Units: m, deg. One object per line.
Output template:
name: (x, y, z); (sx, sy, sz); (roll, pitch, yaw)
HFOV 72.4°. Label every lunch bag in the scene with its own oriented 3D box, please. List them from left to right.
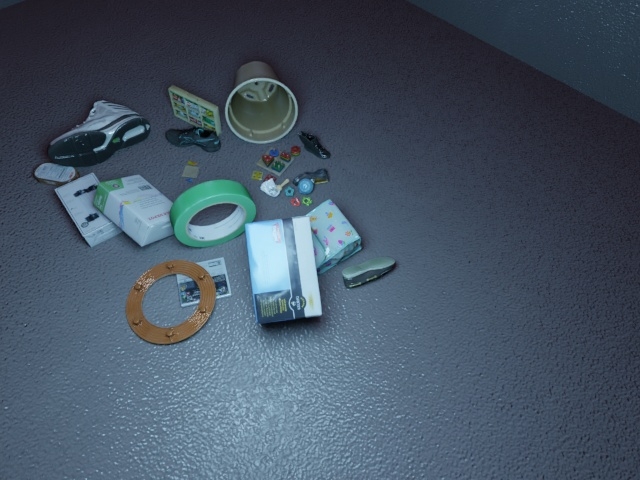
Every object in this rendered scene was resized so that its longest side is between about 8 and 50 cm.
lunch bag: (0.000, 0.000, 1.767); (0.262, 0.160, 0.223); (-32, 69, -7)

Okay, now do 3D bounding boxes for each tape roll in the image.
tape roll: (-0.412, -0.098, 1.691); (0.321, 0.321, 0.077); (-19, 61, -16)

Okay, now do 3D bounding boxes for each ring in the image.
ring: (-0.558, 0.218, 1.629); (0.337, 0.032, 0.336); (-1, 59, 2)

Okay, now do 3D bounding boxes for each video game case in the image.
video game case: (-0.455, 0.161, 1.702); (0.190, 0.022, 0.173); (-12, 59, -13)

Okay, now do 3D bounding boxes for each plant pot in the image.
plant pot: (-0.297, -0.692, 2.111); (0.334, 0.333, 0.305); (-7, 47, -9)

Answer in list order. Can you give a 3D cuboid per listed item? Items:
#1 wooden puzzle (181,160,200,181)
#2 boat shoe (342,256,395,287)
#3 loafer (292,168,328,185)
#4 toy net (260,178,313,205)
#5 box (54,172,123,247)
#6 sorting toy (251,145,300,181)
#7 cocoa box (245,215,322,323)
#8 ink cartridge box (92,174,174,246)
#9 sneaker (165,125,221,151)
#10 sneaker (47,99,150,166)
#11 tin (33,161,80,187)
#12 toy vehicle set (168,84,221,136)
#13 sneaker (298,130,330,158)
wooden puzzle: (-0.591, -0.313, 1.996); (0.079, 0.014, 0.116); (11, 57, 7)
boat shoe: (0.195, 0.127, 1.755); (0.228, 0.068, 0.081); (-15, 25, -16)
loafer: (-0.042, -0.277, 1.994); (0.170, 0.062, 0.061); (-19, 67, -12)
toy net: (-0.150, -0.217, 1.952); (0.232, 0.045, 0.122); (3, 97, 6)
box: (-0.943, -0.131, 1.805); (0.169, 0.087, 0.290); (-33, 67, -23)
sorting toy: (-0.215, -0.375, 2.048); (0.132, 0.046, 0.274); (28, 60, 13)
cocoa box: (-0.140, 0.108, 1.572); (0.228, 0.231, 0.347); (-7, 84, -8)
ink cartridge box: (-0.716, -0.124, 1.738); (0.278, 0.117, 0.201); (38, 29, 10)
sneaker: (-0.601, -0.497, 2.058); (0.267, 0.106, 0.101); (9, 59, 3)
sneaker: (-1.045, -0.499, 2.010); (0.447, 0.169, 0.257); (-32, 56, -31)
tin: (-1.157, -0.289, 1.918); (0.190, 0.040, 0.106); (10, 62, 1)
toy vehicle set: (-0.599, -0.620, 2.099); (0.267, 0.166, 0.035); (27, 59, 12)
sneaker: (-0.027, -0.457, 2.091); (0.170, 0.089, 0.051); (28, 60, 13)
